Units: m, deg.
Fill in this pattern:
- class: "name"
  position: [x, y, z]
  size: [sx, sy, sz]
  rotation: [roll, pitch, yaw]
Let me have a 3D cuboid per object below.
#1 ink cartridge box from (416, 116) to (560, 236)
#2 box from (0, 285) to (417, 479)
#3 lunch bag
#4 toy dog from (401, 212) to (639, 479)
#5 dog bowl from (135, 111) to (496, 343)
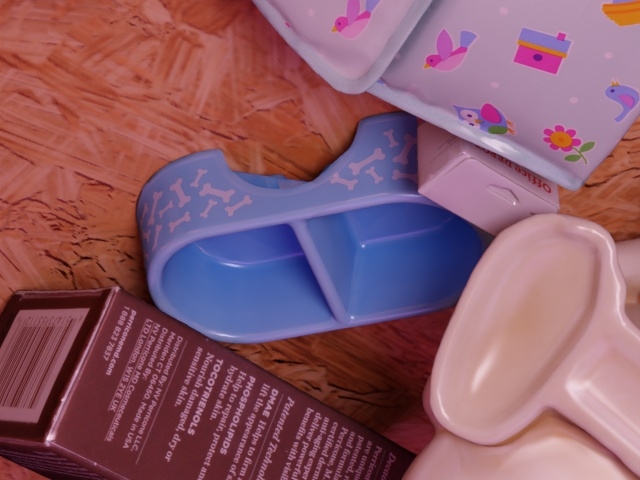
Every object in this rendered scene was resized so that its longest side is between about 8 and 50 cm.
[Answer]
- class: "ink cartridge box"
  position: [0.113, -0.070, 1.039]
  size: [0.088, 0.122, 0.052]
  rotation: [28, 131, -26]
- class: "box"
  position: [-0.088, 0.179, 1.263]
  size: [0.381, 0.143, 0.191]
  rotation: [34, 158, -30]
- class: "lunch bag"
  position: [0.096, -0.182, 0.894]
  size: [0.262, 0.160, 0.223]
  rotation: [24, 138, -8]
- class: "toy dog"
  position: [0.221, 0.180, 1.147]
  size: [0.284, 0.408, 0.395]
  rotation: [31, 99, 14]
- class: "dog bowl"
  position: [0.000, 0.000, 1.158]
  size: [0.297, 0.074, 0.166]
  rotation: [-10, 137, 14]
